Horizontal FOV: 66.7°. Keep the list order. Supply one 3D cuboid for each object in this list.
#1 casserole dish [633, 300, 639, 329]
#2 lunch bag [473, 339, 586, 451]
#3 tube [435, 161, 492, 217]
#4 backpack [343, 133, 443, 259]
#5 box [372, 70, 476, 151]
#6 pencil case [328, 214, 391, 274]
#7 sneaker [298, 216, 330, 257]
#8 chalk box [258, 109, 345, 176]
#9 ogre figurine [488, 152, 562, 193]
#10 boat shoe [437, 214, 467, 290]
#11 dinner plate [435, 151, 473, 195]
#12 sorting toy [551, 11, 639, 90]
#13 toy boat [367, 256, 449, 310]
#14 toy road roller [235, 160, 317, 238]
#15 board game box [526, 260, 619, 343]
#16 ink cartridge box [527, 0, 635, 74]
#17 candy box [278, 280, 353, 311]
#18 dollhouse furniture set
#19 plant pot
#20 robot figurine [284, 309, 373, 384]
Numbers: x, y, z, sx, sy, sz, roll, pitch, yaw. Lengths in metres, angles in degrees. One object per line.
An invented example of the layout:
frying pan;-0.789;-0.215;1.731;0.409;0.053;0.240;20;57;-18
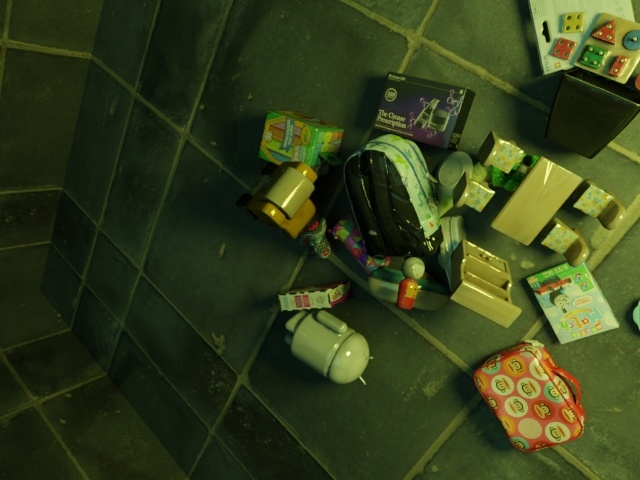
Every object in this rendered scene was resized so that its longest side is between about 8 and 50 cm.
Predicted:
casserole dish;0.915;0.195;1.249;0.188;0.037;0.114;0;99;35
lunch bag;0.632;0.455;1.442;0.258;0.120;0.293;-36;78;33
tube;0.432;-0.165;1.498;0.062;0.070;0.240;35;131;-22
backpack;0.217;-0.146;1.511;0.290;0.273;0.355;-5;128;50
box;0.314;-0.400;1.502;0.261;0.103;0.184;24;106;29
pencil case;0.140;0.018;1.710;0.236;0.104;0.104;47;121;18
sneaker;0.000;0.000;1.752;0.104;0.262;0.125;-40;87;-10
chalk box;-0.044;-0.334;1.719;0.289;0.180;0.179;26;113;27
ogre figurine;0.568;-0.188;1.377;0.097;0.197;0.118;-102;23;-55
boat shoe;0.415;0.051;1.540;0.084;0.095;0.258;-2;87;39
dinner plate;0.404;-0.208;1.493;0.141;0.017;0.141;-26;57;48
sorting toy;0.711;-0.478;1.196;0.274;0.046;0.132;34;118;22
toy boat;0.277;0.133;1.516;0.267;0.318;0.148;13;87;9
toy road roller;-0.107;-0.121;1.646;0.202;0.240;0.329;-53;26;-12
board game box;0.712;0.170;1.381;0.160;0.039;0.211;-31;82;34
ink cartridge box;0.674;-0.568;1.257;0.224;0.045;0.223;-10;95;35
candy box;-0.018;0.207;1.817;0.233;0.159;0.071;-11;92;35
dollhouse furniture set;0.512;-0.015;1.273;0.362;0.256;0.394;27;120;-1
plant pot;0.682;-0.316;1.229;0.187;0.188;0.167;35;128;24
robot figurine;0.032;0.393;1.794;0.353;0.200;0.300;26;133;28
